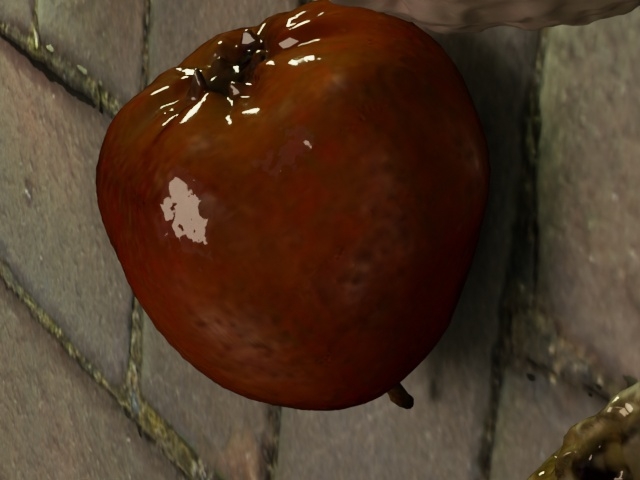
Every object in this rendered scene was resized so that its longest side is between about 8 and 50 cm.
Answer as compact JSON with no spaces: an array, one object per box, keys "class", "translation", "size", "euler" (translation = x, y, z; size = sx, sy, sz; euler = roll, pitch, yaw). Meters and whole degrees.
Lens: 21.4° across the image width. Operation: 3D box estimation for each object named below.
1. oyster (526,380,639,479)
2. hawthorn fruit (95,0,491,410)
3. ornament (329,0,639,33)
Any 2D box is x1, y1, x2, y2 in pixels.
[{"class":"oyster","translation":[0.204,0.083,0.519],"size":[0.341,0.110,0.166],"euler":[-22,81,58]},{"class":"hawthorn fruit","translation":[0.000,0.000,0.831],"size":[0.196,0.196,0.225],"euler":[31,150,56]},{"class":"ornament","translation":[0.048,-0.199,0.582],"size":[0.225,0.259,0.259],"euler":[34,125,38]}]
